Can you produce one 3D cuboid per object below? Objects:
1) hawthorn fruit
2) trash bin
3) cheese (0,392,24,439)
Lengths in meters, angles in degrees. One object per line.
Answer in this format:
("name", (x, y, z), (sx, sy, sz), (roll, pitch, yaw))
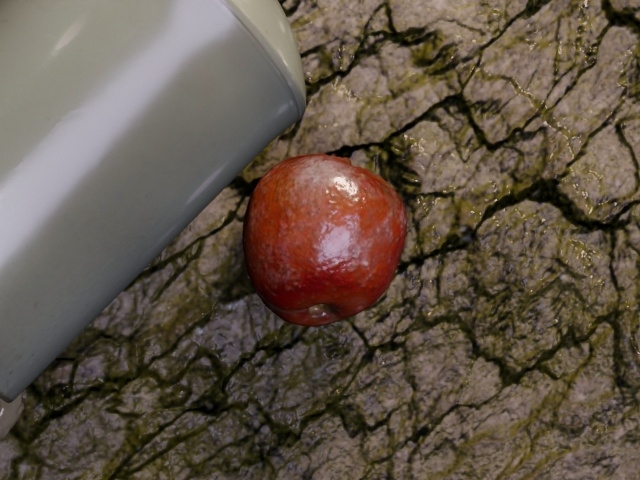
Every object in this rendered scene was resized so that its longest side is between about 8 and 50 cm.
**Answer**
("hawthorn fruit", (0.000, 0.000, 1.598), (0.173, 0.173, 0.173), (-4, 104, -17))
("trash bin", (-0.217, -0.096, 1.423), (0.432, 0.280, 0.280), (-48, 112, -10))
("cheese", (-0.415, 0.180, 1.549), (0.263, 0.093, 0.159), (-36, 112, -7))
